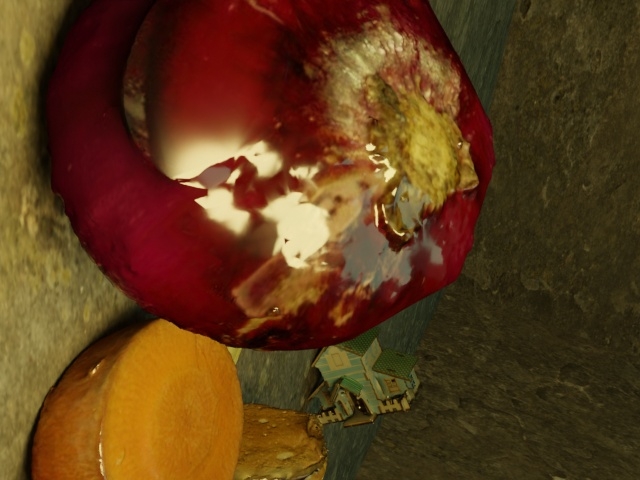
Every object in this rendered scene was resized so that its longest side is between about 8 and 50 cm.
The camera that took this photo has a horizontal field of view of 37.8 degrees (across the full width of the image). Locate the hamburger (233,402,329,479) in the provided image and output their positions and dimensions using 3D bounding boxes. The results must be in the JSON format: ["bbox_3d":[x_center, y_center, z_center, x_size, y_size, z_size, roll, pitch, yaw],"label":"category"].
[{"bbox_3d":[-0.107,0.353,1.405,0.244,0.244,0.163,-42,139,-62],"label":"hamburger"}]

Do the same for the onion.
[{"bbox_3d":[-0.076,-0.091,0.875,0.420,0.398,0.398,-6,-125,57],"label":"onion"}]

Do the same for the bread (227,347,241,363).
[{"bbox_3d":[-0.140,0.120,1.261,0.080,0.084,0.109,4,106,-77],"label":"bread"}]

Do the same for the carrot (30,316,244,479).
[{"bbox_3d":[-0.186,0.211,1.044,0.307,0.100,0.258,-26,111,-64],"label":"carrot"}]

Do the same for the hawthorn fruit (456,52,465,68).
[{"bbox_3d":[0.146,-0.205,1.516,0.271,0.242,0.242,41,67,-48],"label":"hawthorn fruit"}]

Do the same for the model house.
[{"bbox_3d":[0.075,0.294,2.121,0.178,0.271,0.206,-40,112,-57],"label":"model house"}]
